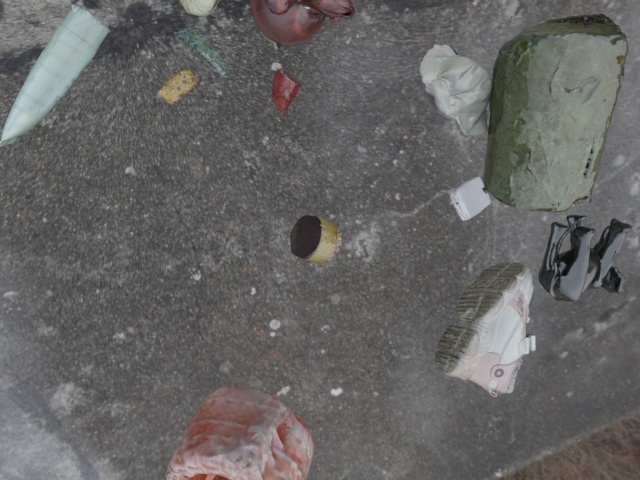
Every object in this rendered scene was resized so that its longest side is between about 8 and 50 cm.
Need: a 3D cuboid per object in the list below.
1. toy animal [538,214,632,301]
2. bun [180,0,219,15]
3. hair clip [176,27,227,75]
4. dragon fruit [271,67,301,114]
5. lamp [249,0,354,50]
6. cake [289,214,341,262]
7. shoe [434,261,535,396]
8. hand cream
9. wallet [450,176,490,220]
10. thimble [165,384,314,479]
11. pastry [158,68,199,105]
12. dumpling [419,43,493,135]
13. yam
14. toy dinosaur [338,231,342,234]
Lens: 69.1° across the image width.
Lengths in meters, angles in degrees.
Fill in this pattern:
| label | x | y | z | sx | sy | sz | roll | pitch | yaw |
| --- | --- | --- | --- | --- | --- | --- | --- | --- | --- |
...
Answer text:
| label | x | y | z | sx | sy | sz | roll | pitch | yaw |
| --- | --- | --- | --- | --- | --- | --- | --- | --- | --- |
| toy animal | 0.465 | 0.029 | 0.827 | 0.245 | 0.115 | 0.146 | -8 | 108 | -26 |
| bun | -0.383 | -0.865 | 1.510 | 0.153 | 0.244 | 0.243 | 16 | 107 | -29 |
| hair clip | -0.320 | -0.522 | 1.260 | 0.066 | 0.229 | 0.036 | -30 | 154 | -25 |
| dragon fruit | -0.159 | -0.594 | 1.856 | 0.127 | 0.120 | 0.160 | 32 | 110 | 6 |
| lamp | -0.058 | -0.462 | 0.875 | 0.215 | 0.223 | 0.150 | -18 | 93 | -42 |
| cake | 0.000 | 0.000 | 1.905 | 0.178 | 0.208 | 0.184 | 17 | 89 | -46 |
| shoe | 0.465 | 0.231 | 1.225 | 0.198 | 0.172 | 0.350 | 34 | 88 | -12 |
| hand cream | -0.350 | -0.205 | 0.600 | 0.050 | 0.078 | 0.204 | 35 | 92 | -27 |
| wallet | 0.417 | -0.118 | 1.287 | 0.190 | 0.033 | 0.095 | -25 | 89 | -47 |
| thimble | -0.133 | 0.380 | 0.799 | 0.240 | 0.162 | 0.239 | 9 | 123 | 15 |
| pastry | -0.498 | -0.539 | 1.625 | 0.140 | 0.056 | 0.080 | -43 | 109 | 11 |
| dumpling | 0.247 | -0.269 | 0.842 | 0.127 | 0.108 | 0.187 | -40 | 103 | -42 |
| yam | 0.388 | -0.218 | 0.791 | 0.195 | 0.195 | 0.299 | -12 | 120 | -17 |
| toy dinosaur | 0.019 | 0.010 | 2.108 | 0.181 | 0.037 | 0.058 | -16 | 84 | -22 |
